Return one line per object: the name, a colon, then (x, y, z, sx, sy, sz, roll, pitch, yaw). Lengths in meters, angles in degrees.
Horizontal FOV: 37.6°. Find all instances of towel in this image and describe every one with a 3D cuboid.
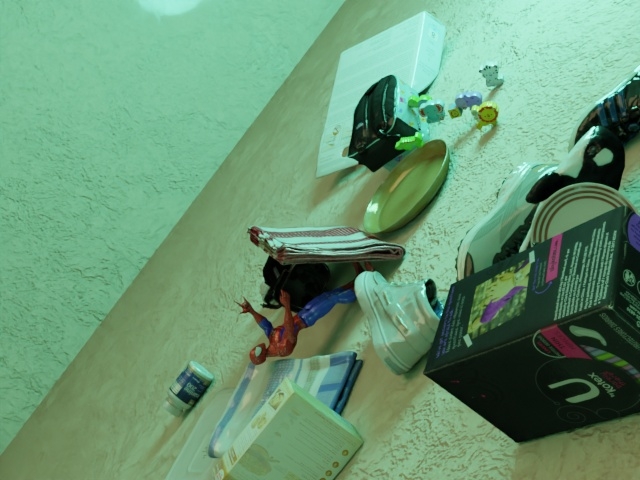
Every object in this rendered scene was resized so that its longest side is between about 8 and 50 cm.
towel: (-0.069, 0.287, 1.632, 0.285, 0.034, 0.209, -12, 41, 44)
towel: (0.000, 0.000, 1.845, 0.329, 0.237, 0.037, -153, 62, -72)

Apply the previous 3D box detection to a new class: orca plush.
orca plush: (0.327, -0.007, 1.236, 0.287, 0.151, 0.102, -50, 49, -4)

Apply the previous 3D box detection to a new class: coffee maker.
coffee maker: (-0.054, 0.091, 1.971, 0.178, 0.120, 0.171, -124, 39, -72)

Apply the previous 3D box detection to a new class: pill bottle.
pill bottle: (-0.305, 0.339, 2.139, 0.120, 0.067, 0.067, -52, 18, -1)

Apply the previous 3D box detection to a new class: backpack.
backpack: (0.149, -0.256, 2.043, 0.166, 0.144, 0.188, -37, 44, 41)

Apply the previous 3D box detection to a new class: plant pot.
plant pot: (0.177, -0.101, 1.874, 0.236, 0.032, 0.236, -45, 20, 21)

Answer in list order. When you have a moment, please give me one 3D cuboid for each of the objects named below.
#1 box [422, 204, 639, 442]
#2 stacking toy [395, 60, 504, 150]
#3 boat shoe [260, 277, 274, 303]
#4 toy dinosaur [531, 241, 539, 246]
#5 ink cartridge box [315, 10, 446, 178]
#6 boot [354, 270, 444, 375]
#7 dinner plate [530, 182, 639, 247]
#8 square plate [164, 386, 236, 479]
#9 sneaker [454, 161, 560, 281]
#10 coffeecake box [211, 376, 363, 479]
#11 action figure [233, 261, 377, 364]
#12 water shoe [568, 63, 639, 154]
box: (0.273, 0.103, 1.044, 0.270, 0.165, 0.143, -31, 28, 48)
stacking toy: (0.256, -0.267, 1.865, 0.221, 0.052, 0.167, -15, 35, 28)
boat shoe: (-0.075, 0.077, 2.101, 0.184, 0.066, 0.063, -38, 37, 31)
toy dinosaur: (0.320, 0.043, 1.121, 0.268, 0.118, 0.064, -32, 29, 47)
ink cartridge box: (0.146, -0.338, 2.308, 0.308, 0.091, 0.385, -15, 56, 47)
boot: (0.138, 0.103, 1.519, 0.123, 0.095, 0.258, -41, 29, 14)
dinner plate: (0.336, -0.002, 1.182, 0.141, 0.141, 0.017, -44, -16, 22)
square plate: (-0.195, 0.408, 1.777, 0.347, 0.049, 0.344, -21, 34, 57)
sneaker: (0.284, -0.009, 1.347, 0.108, 0.100, 0.271, -4, 50, 59)
coffeecake box: (-0.051, 0.328, 1.432, 0.185, 0.142, 0.068, -51, 17, 1)
action figure: (-0.040, 0.108, 1.729, 0.280, 0.139, 0.091, -42, 13, -16)
water shoe: (0.436, -0.179, 1.341, 0.203, 0.073, 0.080, -50, 20, 5)
